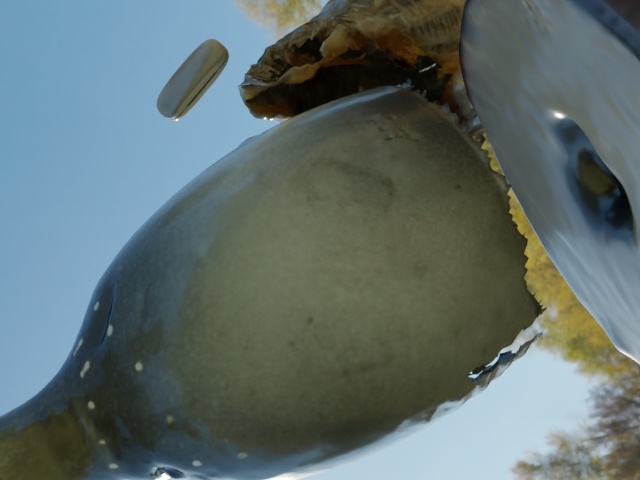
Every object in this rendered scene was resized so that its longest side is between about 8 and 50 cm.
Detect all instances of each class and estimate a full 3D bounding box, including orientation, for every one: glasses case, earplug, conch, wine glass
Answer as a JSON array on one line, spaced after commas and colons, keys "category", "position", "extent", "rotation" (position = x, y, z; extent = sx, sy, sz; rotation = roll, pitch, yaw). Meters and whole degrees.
[{"category": "glasses case", "position": [-0.115, -0.144, 0.707], "extent": [0.032, 0.083, 0.021], "rotation": [45, -172, 28]}, {"category": "earplug", "position": [0.330, -0.123, 0.498], "extent": [0.313, 0.394, 0.312], "rotation": [60, 177, 6]}, {"category": "conch", "position": [0.048, -0.147, 0.777], "extent": [0.291, 0.159, 0.210], "rotation": [-26, -94, -26]}, {"category": "wine glass", "position": [-0.057, 0.062, 0.414], "extent": [0.190, 0.357, 0.190], "rotation": [53, 162, 26]}]

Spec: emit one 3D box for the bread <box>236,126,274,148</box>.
[{"category": "bread", "position": [0.000, 0.000, 1.101], "extent": [0.333, 0.333, 0.160], "rotation": [64, -162, -9]}]
